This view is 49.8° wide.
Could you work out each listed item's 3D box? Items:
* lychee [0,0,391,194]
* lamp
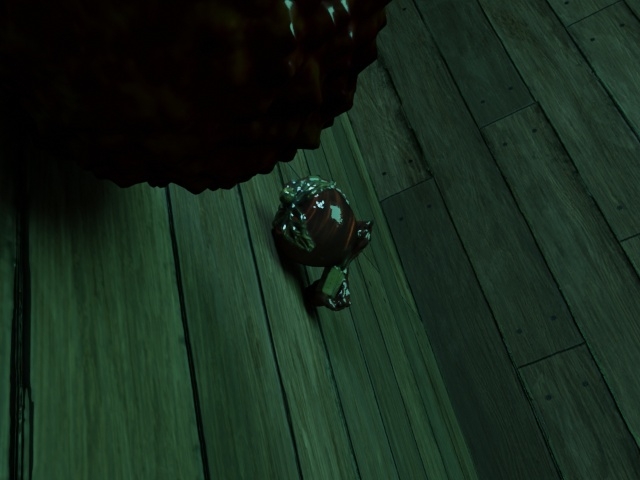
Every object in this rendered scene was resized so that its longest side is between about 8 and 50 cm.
[{"bbox_3d":[-0.132,-0.276,0.587,0.425,0.424,0.500,-99,-178,-50],"label":"lychee"},{"bbox_3d":[0.002,-0.002,1.256,0.223,0.215,0.151,31,-14,-11],"label":"lamp"}]
